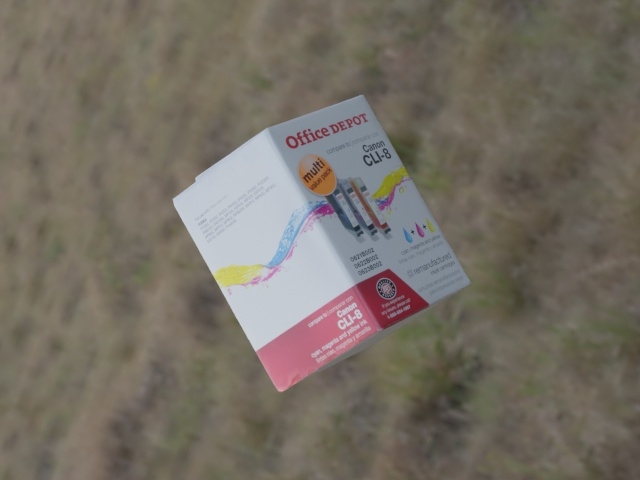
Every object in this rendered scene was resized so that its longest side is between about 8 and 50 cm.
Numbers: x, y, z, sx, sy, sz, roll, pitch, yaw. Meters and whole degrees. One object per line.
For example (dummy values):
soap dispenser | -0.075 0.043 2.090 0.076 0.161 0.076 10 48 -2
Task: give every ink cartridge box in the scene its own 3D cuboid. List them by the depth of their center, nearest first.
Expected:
ink cartridge box | 0.000 0.000 1.434 0.127 0.176 0.128 -35 -8 41
